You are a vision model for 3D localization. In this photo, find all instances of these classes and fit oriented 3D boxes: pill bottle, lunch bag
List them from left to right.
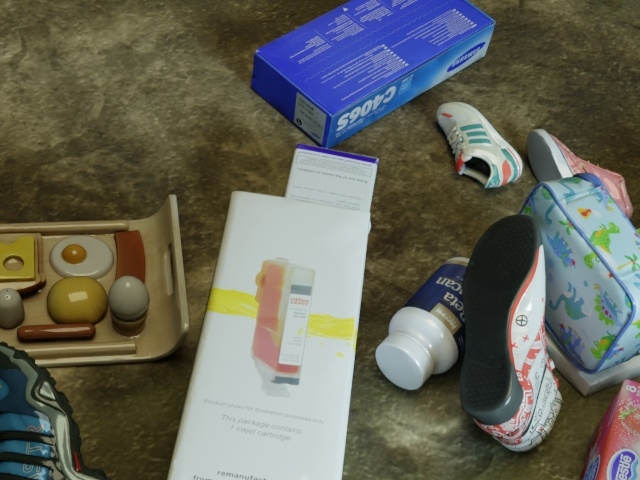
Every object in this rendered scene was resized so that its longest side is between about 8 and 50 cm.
[{"bbox_3d":[0.143,0.103,1.545,0.094,0.094,0.169,34,52,18],"label":"pill bottle"},{"bbox_3d":[0.319,0.040,1.538,0.090,0.176,0.219,-15,56,-28],"label":"lunch bag"}]

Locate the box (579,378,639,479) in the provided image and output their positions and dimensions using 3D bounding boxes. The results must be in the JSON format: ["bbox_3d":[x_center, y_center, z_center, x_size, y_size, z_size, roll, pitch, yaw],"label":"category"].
[{"bbox_3d":[0.346,0.299,1.394,0.122,0.128,0.257,21,50,7],"label":"box"}]

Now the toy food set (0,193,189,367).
[{"bbox_3d":[-0.318,0.036,1.518,0.306,0.092,0.220,-1,51,-12],"label":"toy food set"}]

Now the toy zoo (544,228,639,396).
[{"bbox_3d":[0.372,0.090,1.640,0.293,0.030,0.192,-16,55,-23],"label":"toy zoo"}]

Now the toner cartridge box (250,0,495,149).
[{"bbox_3d":[0.080,-0.275,1.867,0.348,0.075,0.165,-32,63,-31],"label":"toner cartridge box"}]

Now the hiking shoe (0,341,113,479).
[{"bbox_3d":[-0.315,0.234,1.336,0.132,0.113,0.304,-23,58,-28],"label":"hiking shoe"}]

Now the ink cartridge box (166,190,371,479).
[{"bbox_3d":[-0.058,0.182,1.321,0.160,0.279,0.385,10,48,-1],"label":"ink cartridge box"}]

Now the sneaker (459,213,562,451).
[{"bbox_3d":[0.232,0.114,1.508,0.090,0.145,0.270,-7,56,29],"label":"sneaker"}]

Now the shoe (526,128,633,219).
[{"bbox_3d":[0.362,-0.088,1.772,0.081,0.063,0.178,-15,60,-23],"label":"shoe"}]

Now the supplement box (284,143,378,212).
[{"bbox_3d":[0.000,0.000,1.595,0.114,0.111,0.220,10,49,-1],"label":"supplement box"}]

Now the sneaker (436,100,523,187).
[{"bbox_3d":[0.208,-0.133,1.781,0.075,0.057,0.161,-25,61,-34],"label":"sneaker"}]
